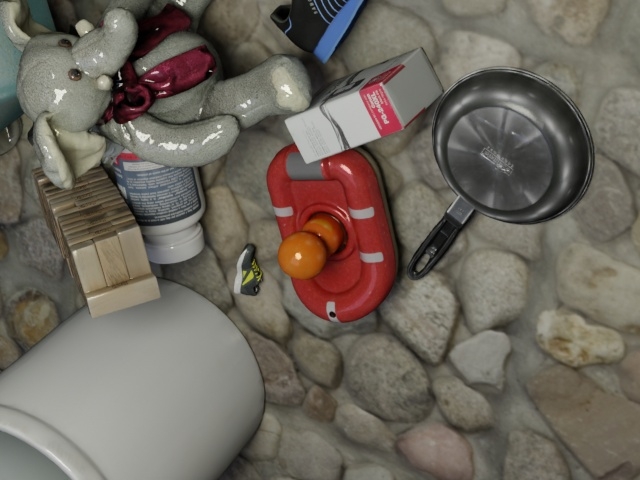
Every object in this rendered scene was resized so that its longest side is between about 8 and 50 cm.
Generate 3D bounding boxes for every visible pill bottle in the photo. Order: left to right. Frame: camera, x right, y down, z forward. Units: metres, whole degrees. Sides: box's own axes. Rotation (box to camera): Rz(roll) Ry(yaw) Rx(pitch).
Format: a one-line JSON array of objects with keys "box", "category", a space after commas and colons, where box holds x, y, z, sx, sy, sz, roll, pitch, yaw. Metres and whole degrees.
[{"box": [-0.206, -0.066, 2.028, 0.108, 0.108, 0.180, 5, 120, 29], "category": "pill bottle"}]

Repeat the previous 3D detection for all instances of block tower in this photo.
[{"box": [-0.292, -0.015, 2.007, 0.335, 0.091, 0.097, -132, 27, -61], "category": "block tower"}]

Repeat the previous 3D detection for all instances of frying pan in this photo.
[{"box": [0.168, -0.079, 1.832, 0.326, 0.053, 0.197, -27, 101, 37], "category": "frying pan"}]

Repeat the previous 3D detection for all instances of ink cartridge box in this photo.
[{"box": [0.049, -0.155, 1.813, 0.150, 0.109, 0.063, -17, 109, 38], "category": "ink cartridge box"}]

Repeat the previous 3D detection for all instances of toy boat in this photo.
[{"box": [0.000, 0.000, 1.911, 0.151, 0.151, 0.231, 1, 118, 32], "category": "toy boat"}]

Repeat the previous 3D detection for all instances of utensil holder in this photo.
[{"box": [-0.296, 0.271, 2.109, 0.328, 0.385, 0.327, 15, 124, 24], "category": "utensil holder"}]

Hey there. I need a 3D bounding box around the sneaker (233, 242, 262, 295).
[{"box": [-0.092, 0.039, 2.078, 0.035, 0.031, 0.083, 17, 131, 6], "category": "sneaker"}]

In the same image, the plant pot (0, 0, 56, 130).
[{"box": [-0.465, -0.239, 1.938, 0.247, 0.252, 0.247, -31, 75, 61], "category": "plant pot"}]

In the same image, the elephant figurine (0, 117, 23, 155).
[{"box": [-0.490, -0.167, 2.133, 0.169, 0.239, 0.186, 38, 159, -14], "category": "elephant figurine"}]

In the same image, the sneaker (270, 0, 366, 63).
[{"box": [0.020, -0.301, 1.761, 0.090, 0.081, 0.232, 35, 132, 0], "category": "sneaker"}]

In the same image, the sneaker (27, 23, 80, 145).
[{"box": [-0.355, -0.203, 2.079, 0.170, 0.051, 0.089, -36, 95, 36], "category": "sneaker"}]

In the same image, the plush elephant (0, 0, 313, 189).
[{"box": [-0.231, -0.195, 1.790, 0.330, 0.255, 0.271, -35, 72, 27], "category": "plush elephant"}]
